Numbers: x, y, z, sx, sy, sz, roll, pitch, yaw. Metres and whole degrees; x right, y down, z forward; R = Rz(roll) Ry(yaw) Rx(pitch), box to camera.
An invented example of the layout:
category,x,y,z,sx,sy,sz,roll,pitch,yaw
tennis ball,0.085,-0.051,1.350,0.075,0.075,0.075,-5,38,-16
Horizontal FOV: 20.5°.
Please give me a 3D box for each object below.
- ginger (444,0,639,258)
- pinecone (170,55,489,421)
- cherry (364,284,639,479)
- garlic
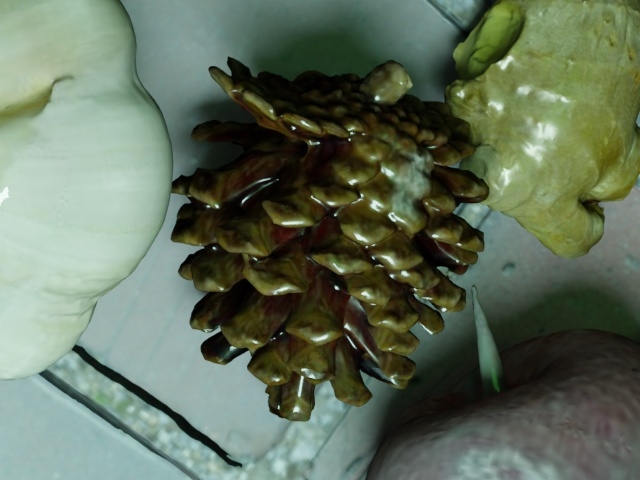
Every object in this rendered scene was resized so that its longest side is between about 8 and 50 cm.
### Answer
category,x,y,z,sx,sy,sz,roll,pitch,yaw
ginger,0.158,-0.105,1.119,0.157,0.102,0.216,23,82,-26
pinecone,0.000,0.001,1.025,0.186,0.168,0.212,13,87,-11
cherry,0.136,0.162,1.046,0.236,0.213,0.285,-18,94,-34
garlic,-0.173,-0.063,0.927,0.185,0.203,0.281,4,98,18
